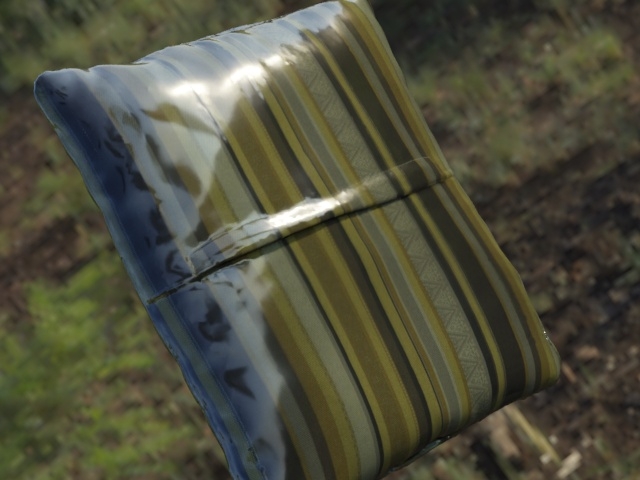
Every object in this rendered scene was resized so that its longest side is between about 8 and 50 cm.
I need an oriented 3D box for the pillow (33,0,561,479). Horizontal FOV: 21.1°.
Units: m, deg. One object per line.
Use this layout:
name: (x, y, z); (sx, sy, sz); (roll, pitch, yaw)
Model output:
pillow: (0.000, 0.000, 0.731); (0.212, 0.208, 0.052); (-23, -5, -46)
